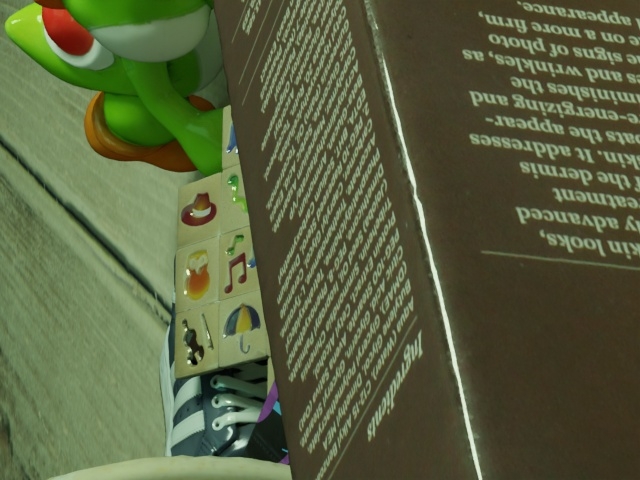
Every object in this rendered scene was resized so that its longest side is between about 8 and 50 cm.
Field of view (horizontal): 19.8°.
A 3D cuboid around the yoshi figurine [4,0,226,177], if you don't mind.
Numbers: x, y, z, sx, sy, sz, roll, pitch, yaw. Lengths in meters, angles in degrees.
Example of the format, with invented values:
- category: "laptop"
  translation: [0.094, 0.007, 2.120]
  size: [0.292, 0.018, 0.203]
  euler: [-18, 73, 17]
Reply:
- category: "yoshi figurine"
  translation: [-0.074, -0.160, 1.237]
  size: [0.203, 0.203, 0.362]
  euler: [-46, -3, -13]

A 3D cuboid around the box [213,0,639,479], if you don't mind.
- category: "box"
  translation: [0.085, -0.013, 0.645]
  size: [0.143, 0.191, 0.381]
  euler: [115, 154, -42]

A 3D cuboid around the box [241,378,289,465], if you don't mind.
- category: "box"
  translation: [0.023, 0.102, 0.928]
  size: [0.116, 0.029, 0.162]
  euler: [40, 133, 22]

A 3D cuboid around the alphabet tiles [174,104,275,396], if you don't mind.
- category: "alphabet tiles"
  translation: [0.000, 0.000, 1.002]
  size: [0.237, 0.009, 0.198]
  euler: [-17, 66, 43]

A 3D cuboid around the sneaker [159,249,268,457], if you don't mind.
- category: "sneaker"
  translation: [-0.038, 0.073, 1.096]
  size: [0.282, 0.099, 0.153]
  euler: [-114, 33, -59]

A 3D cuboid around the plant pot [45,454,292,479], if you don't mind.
- category: "plant pot"
  translation: [-0.038, 0.291, 0.632]
  size: [0.305, 0.334, 0.334]
  euler: [-116, 36, -67]
